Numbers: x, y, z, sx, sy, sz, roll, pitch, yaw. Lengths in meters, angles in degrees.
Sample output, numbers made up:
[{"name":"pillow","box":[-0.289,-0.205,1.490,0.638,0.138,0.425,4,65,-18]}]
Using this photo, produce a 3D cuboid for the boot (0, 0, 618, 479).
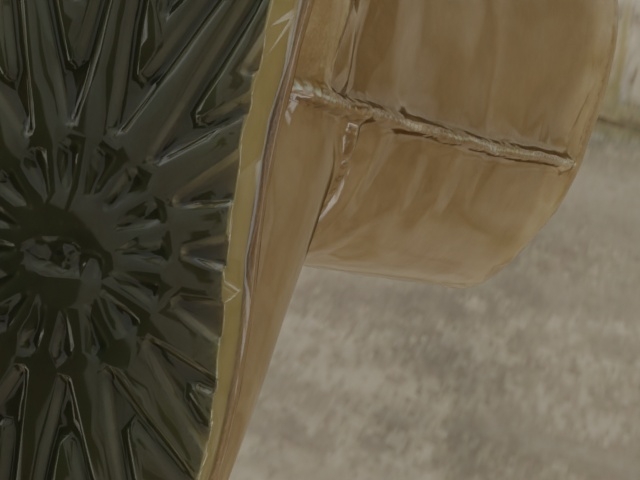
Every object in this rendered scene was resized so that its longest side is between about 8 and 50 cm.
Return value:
[{"name":"boot","box":[0.000,0.000,0.507,0.089,0.269,0.236,24,-82,21]}]
